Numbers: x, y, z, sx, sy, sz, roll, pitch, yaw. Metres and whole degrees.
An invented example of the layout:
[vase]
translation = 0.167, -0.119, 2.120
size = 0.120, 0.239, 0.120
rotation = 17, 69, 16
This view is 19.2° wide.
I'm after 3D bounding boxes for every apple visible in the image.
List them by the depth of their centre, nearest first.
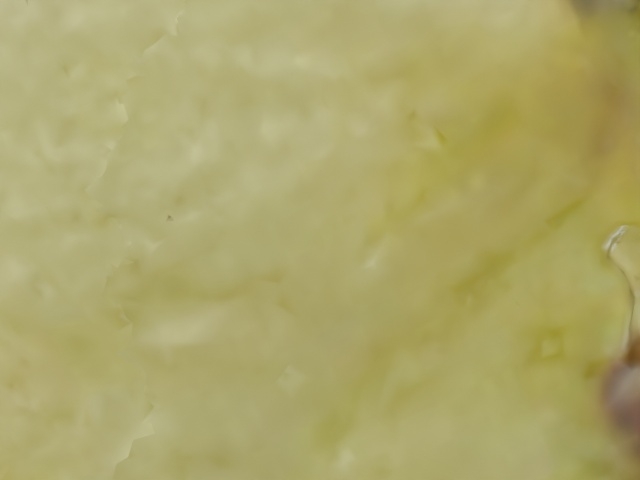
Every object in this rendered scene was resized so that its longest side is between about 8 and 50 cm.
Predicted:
[apple]
translation = 0.000, 0.000, 0.467
size = 0.252, 0.314, 0.309
rotation = -11, 105, 49
